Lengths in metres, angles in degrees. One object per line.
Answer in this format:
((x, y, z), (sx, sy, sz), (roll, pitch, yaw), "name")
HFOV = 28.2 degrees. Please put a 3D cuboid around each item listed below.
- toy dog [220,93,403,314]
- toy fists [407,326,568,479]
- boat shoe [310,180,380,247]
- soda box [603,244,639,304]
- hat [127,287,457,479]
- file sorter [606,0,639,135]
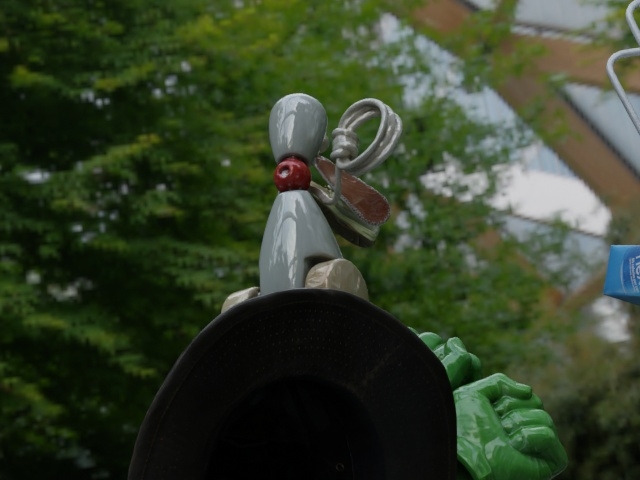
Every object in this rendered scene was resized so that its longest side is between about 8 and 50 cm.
((0.000, 0.000, 1.518), (0.220, 0.333, 0.161), (8, -19, 38), "toy dog")
((0.150, 0.186, 1.411), (0.142, 0.096, 0.279), (-21, 35, -30), "toy fists")
((0.025, -0.046, 1.781), (0.153, 0.048, 0.056), (34, -24, -26), "boat shoe")
((0.449, 0.045, 1.535), (0.071, 0.067, 0.210), (17, -10, -37), "soda box")
((-0.038, 0.201, 1.048), (0.331, 0.331, 0.134), (-1, 2, -28), "hat")
((0.392, -0.212, 1.138), (0.193, 0.173, 0.277), (-8, -38, -12), "file sorter")
